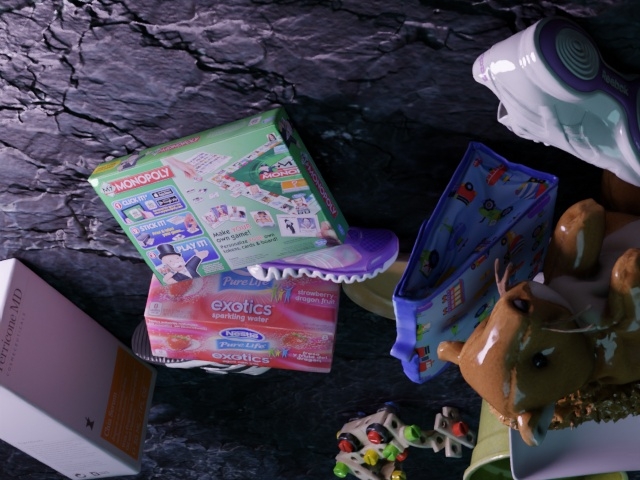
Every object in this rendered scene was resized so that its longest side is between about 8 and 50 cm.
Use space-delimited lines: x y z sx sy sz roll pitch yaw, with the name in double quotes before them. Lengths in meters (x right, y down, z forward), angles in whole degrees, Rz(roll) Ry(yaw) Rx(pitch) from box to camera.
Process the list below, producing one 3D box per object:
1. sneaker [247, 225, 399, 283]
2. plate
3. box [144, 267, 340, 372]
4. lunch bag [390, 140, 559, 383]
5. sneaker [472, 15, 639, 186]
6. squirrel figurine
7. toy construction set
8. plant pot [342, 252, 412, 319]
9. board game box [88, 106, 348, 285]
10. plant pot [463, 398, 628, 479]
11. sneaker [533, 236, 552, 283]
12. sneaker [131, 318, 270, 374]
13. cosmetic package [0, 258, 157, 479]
"sneaker" 0.000 0.000 1.538 0.236 0.095 0.104 -2 128 5
"plate" 0.422 0.225 1.586 0.277 0.278 0.045 -6 -178 1
"box" -0.121 0.105 1.653 0.300 0.154 0.142 6 147 1
"lunch bag" 0.190 0.054 1.381 0.138 0.293 0.221 27 153 22
"sneaker" 0.314 -0.162 1.247 0.305 0.114 0.152 35 151 -31
"squirrel figurine" 0.345 0.143 1.337 0.370 0.281 0.397 -29 144 -26
"toy construction set" 0.157 0.440 2.123 0.215 0.151 0.328 45 127 -12
"plant pot" 0.153 0.076 1.650 0.236 0.032 0.236 10 153 5
"board game box" -0.146 -0.053 1.451 0.317 0.046 0.213 -13 123 26
"plant pot" 0.387 0.306 1.791 0.276 0.254 0.276 3 148 2
"sneaker" 0.396 0.038 1.527 0.258 0.094 0.091 -8 147 19
"sneaker" -0.171 0.193 1.817 0.330 0.122 0.146 -4 144 14
"cosmetic package" -0.497 0.250 1.856 0.161 0.230 0.453 -12 144 23
